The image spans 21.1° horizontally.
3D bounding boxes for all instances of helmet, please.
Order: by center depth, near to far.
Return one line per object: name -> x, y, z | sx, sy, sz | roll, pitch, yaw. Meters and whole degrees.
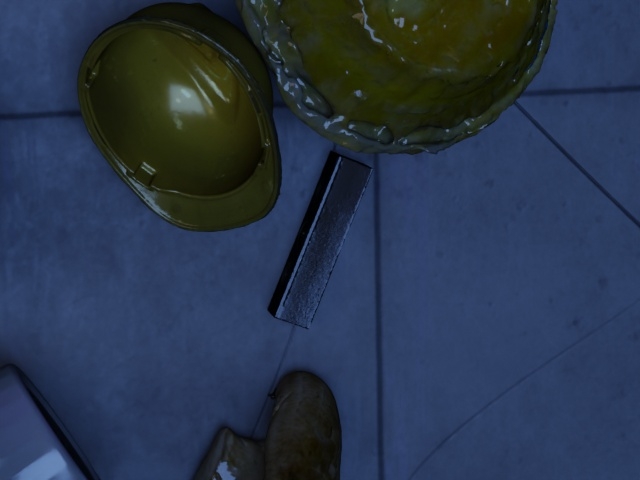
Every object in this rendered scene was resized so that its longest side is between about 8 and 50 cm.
helmet -> -0.126, -0.151, 1.781 | 0.205, 0.140, 0.257 | -9, 125, 25

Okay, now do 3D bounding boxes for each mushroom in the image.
mushroom -> -0.052, 0.289, 1.874 | 0.156, 0.151, 0.285 | 25, 94, -17

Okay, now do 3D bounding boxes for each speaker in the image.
speaker -> 0.000, 0.000, 1.889 | 0.046, 0.040, 0.191 | 21, 95, -18

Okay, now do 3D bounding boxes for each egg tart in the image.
egg tart -> 0.099, -0.275, 1.765 | 0.388, 0.169, 0.388 | -1, 93, -25

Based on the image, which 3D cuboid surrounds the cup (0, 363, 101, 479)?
cup -> -0.409, 0.311, 1.748 | 0.371, 0.253, 0.253 | -34, 106, -7
